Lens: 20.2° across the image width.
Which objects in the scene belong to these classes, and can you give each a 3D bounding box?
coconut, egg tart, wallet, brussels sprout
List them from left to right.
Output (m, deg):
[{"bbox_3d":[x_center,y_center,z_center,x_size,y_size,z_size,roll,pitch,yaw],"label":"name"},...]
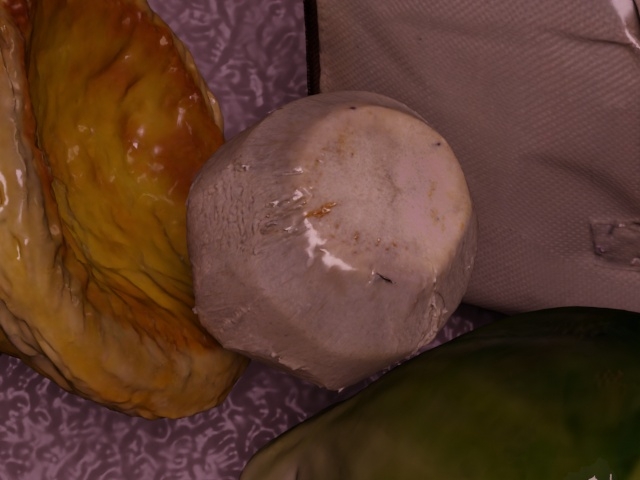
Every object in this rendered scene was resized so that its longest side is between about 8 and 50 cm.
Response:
[{"bbox_3d":[-0.154,-0.031,1.062,0.128,0.319,0.319,-20,80,23],"label":"egg tart"},{"bbox_3d":[0.001,0.003,1.017,0.161,0.162,0.161,9,66,-21],"label":"coconut"},{"bbox_3d":[0.095,-0.079,1.052,0.275,0.335,0.068,20,46,21],"label":"wallet"},{"bbox_3d":[0.128,0.178,1.028,0.354,0.289,0.281,-6,108,24],"label":"brussels sprout"}]
